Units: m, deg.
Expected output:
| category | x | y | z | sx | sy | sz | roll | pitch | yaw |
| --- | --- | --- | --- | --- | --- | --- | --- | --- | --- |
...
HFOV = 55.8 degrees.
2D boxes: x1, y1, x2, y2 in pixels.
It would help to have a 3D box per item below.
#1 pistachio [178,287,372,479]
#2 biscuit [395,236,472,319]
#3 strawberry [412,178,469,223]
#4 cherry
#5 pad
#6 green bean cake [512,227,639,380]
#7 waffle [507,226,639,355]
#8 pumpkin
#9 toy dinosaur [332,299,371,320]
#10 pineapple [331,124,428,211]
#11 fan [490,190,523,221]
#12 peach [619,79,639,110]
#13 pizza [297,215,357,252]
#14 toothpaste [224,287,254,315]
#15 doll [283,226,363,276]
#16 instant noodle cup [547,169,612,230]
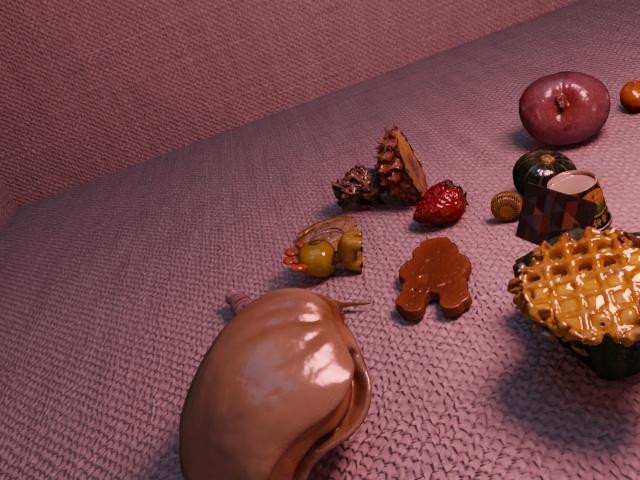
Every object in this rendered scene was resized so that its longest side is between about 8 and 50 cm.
| category | x | y | z | sx | sy | sz | roll | pitch | yaw |
| --- | --- | --- | --- | --- | --- | --- | --- | --- | --- |
| pistachio | -0.083 | 0.284 | 1.128 | 0.365 | 0.281 | 0.446 | -2 | 50 | 38 |
| biscuit | 0.277 | 0.089 | 1.461 | 0.185 | 0.044 | 0.295 | -5 | 32 | 20 |
| strawberry | 0.337 | -0.094 | 1.680 | 0.148 | 0.131 | 0.131 | -53 | 31 | 2 |
| cherry | 0.747 | -0.408 | 1.857 | 0.261 | 0.221 | 0.307 | 4 | 22 | 25 |
| pad | 0.551 | -0.047 | 1.429 | 0.003 | 0.143 | 0.211 | -2 | 18 | -28 |
| green bean cake | 0.567 | 0.080 | 1.146 | 0.300 | 0.169 | 0.308 | -25 | 27 | -6 |
| waffle | 0.459 | 0.067 | 1.018 | 0.262 | 0.060 | 0.280 | -40 | 33 | -17 |
| pumpkin | 0.600 | -0.170 | 1.617 | 0.167 | 0.125 | 0.167 | -2 | 28 | 1 |
| toy dinosaur | 0.035 | 0.158 | 1.502 | 0.161 | 0.039 | 0.126 | -21 | 26 | -4 |
| pineapple | 0.165 | -0.191 | 1.884 | 0.271 | 0.263 | 0.263 | -24 | 25 | 21 |
| fan | 0.524 | -0.086 | 1.579 | 0.154 | 0.082 | 0.039 | 1 | 38 | 15 |
| peach | 0.989 | -0.451 | 1.899 | 0.100 | 0.101 | 0.101 | -16 | 28 | 9 |
| pizza | 0.000 | 0.000 | 1.811 | 0.181 | 0.034 | 0.262 | -5 | 31 | 25 |
| toothpaste | -0.176 | 0.197 | 1.566 | 0.089 | 0.057 | 0.234 | -30 | 37 | -20 |
| doll | 0.009 | 0.039 | 1.627 | 0.220 | 0.136 | 0.143 | -2 | 33 | 8 |
| instant noodle cup | 0.620 | -0.094 | 1.472 | 0.151 | 0.122 | 0.151 | -18 | 26 | 9 |
